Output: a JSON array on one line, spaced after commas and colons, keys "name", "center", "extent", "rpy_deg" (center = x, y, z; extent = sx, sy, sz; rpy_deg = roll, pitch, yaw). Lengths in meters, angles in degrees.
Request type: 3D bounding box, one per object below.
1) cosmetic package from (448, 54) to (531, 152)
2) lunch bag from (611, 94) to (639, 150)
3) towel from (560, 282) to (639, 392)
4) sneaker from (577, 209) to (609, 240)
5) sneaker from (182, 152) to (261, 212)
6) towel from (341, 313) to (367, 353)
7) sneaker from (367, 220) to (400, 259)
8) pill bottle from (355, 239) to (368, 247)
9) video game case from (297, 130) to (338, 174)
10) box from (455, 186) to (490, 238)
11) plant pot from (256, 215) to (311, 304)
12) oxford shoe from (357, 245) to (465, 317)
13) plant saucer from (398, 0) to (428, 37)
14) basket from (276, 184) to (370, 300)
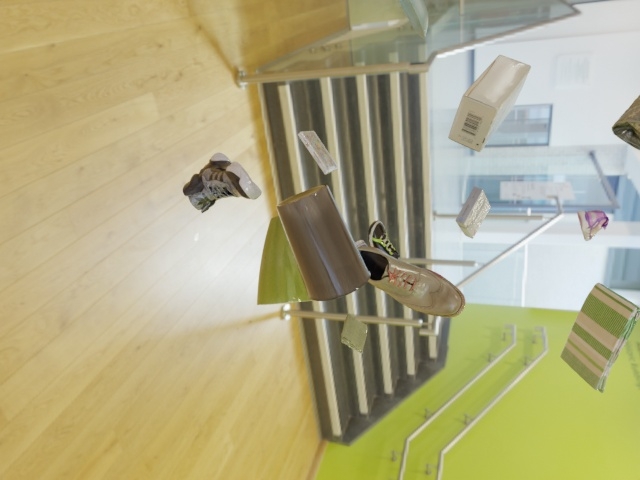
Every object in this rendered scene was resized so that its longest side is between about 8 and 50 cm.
[{"name": "cosmetic package", "center": [0.517, -0.422, 1.551], "extent": [0.309, 0.113, 0.160], "rpy_deg": [-48, 158, -38]}, {"name": "lunch bag", "center": [1.173, -0.420, 1.706], "extent": [0.235, 0.287, 0.169], "rpy_deg": [-48, 125, -6]}, {"name": "towel", "center": [0.976, 0.332, 1.790], "extent": [0.248, 0.038, 0.325], "rpy_deg": [-107, -150, -71]}, {"name": "sneaker", "center": [1.086, -0.064, 2.017], "extent": [0.236, 0.104, 0.095], "rpy_deg": [25, 53, -58]}, {"name": "sneaker", "center": [-0.256, -0.127, 1.297], "extent": [0.153, 0.268, 0.101], "rpy_deg": [-43, 126, -7]}, {"name": "towel", "center": [0.130, 0.360, 1.975], "extent": [0.110, 0.027, 0.148], "rpy_deg": [37, 37, -14]}, {"name": "sneaker", "center": [0.240, 0.033, 1.788], "extent": [0.084, 0.097, 0.235], "rpy_deg": [-42, 126, -37]}, {"name": "pill bottle", "center": [0.170, 0.063, 1.964], "extent": [0.120, 0.067, 0.067], "rpy_deg": [55, 5, 24]}, {"name": "video game case", "center": [-0.005, -0.390, 2.238], "extent": [0.206, 0.026, 0.227], "rpy_deg": [55, 18, -3]}, {"name": "box", "center": [0.568, -0.100, 1.887], "extent": [0.145, 0.038, 0.186], "rpy_deg": [-61, 148, -2]}, {"name": "plant pot", "center": [-0.096, 0.064, 1.759], "extent": [0.274, 0.274, 0.294], "rpy_deg": [10, 73, -70]}, {"name": "oxford shoe", "center": [0.223, 0.116, 1.398], "extent": [0.130, 0.348, 0.123], "rpy_deg": [15, 97, -64]}, {"name": "plant saucer", "center": [0.230, -0.611, 1.292], "extent": [0.195, 0.037, 0.195], "rpy_deg": [54, 15, -21]}, {"name": "basket", "center": [0.000, 0.000, 1.167], "extent": [0.227, 0.154, 0.204], "rpy_deg": [67, -9, -12]}]
